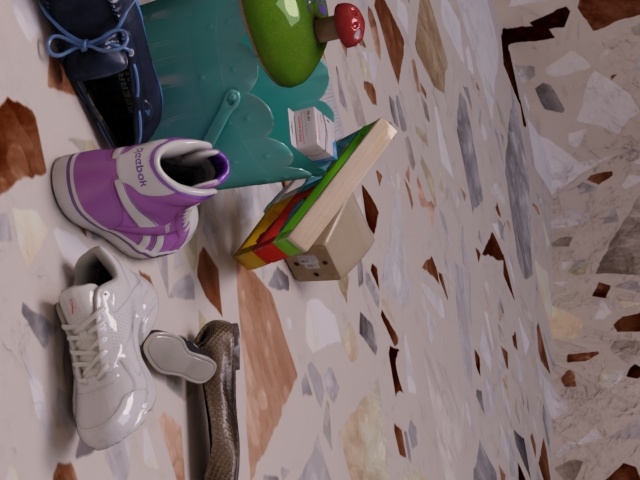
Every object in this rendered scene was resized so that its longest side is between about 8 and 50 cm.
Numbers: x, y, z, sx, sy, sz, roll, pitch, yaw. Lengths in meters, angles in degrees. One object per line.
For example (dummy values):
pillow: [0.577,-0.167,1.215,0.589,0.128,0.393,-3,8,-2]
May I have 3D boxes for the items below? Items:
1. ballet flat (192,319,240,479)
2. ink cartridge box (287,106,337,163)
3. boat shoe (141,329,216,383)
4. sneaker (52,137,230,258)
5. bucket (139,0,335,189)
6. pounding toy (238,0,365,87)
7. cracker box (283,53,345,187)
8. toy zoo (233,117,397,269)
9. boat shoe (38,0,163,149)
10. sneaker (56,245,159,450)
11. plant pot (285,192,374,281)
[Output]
ballet flat: [-0.125,0.213,1.907,0.084,0.058,0.250,126,-34,-70]
ink cartridge box: [-0.009,-0.124,1.902,0.083,0.028,0.048,30,51,-66]
boat shoe: [-0.165,0.125,1.849,0.038,0.046,0.125,38,6,37]
sneaker: [-0.156,-0.046,1.789,0.282,0.161,0.102,17,62,-72]
bucket: [-0.111,-0.185,1.975,0.281,0.183,0.281,-11,90,-72]
pounding toy: [-0.007,-0.289,1.878,0.237,0.110,0.183,-76,149,-51]
cracker box: [-0.025,-0.187,2.431,0.156,0.067,0.232,-31,108,-71]
toy zoo: [-0.017,-0.051,2.070,0.030,0.293,0.192,41,73,-10]
boat shoe: [-0.227,-0.201,1.758,0.089,0.109,0.258,-78,149,-45]
sneaker: [-0.225,0.102,1.628,0.115,0.090,0.232,53,21,-40]
plant pot: [0.000,0.000,2.345,0.109,0.109,0.096,64,35,-38]
